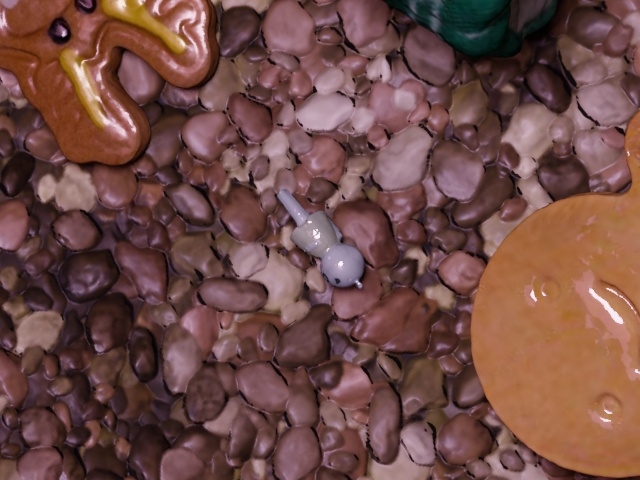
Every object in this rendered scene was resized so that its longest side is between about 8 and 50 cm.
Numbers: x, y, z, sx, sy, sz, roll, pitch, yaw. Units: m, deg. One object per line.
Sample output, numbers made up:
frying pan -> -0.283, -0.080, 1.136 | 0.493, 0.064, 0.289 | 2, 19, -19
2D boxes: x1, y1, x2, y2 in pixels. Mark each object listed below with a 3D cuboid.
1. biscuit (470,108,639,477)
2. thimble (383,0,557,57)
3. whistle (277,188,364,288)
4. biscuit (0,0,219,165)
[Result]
biscuit -> 0.270, 0.036, 1.410 | 0.355, 0.052, 0.275 | -25, 84, 21
thimble -> 0.135, -0.276, 1.358 | 0.167, 0.254, 0.288 | 37, 88, 12
whistle -> 0.000, 0.000, 1.523 | 0.035, 0.035, 0.100 | -44, 76, 15
biscuit -> -0.215, -0.204, 1.590 | 0.295, 0.044, 0.186 | 45, 102, 13
